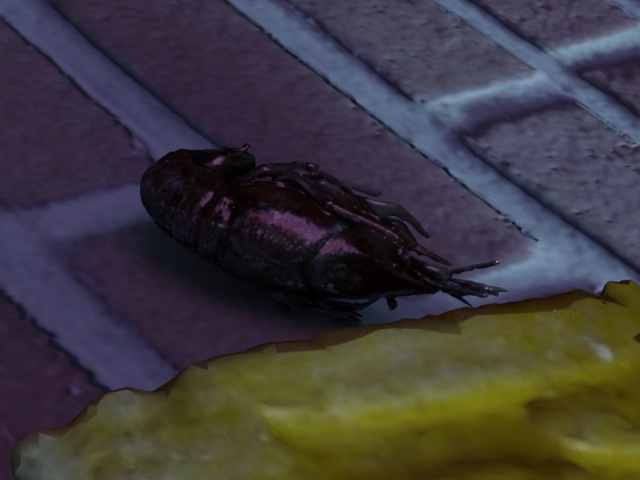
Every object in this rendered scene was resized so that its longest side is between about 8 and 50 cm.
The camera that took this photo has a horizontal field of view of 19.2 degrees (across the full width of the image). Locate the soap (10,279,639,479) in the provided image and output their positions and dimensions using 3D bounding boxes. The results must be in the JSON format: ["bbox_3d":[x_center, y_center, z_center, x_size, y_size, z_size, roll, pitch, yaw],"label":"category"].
[{"bbox_3d":[0.096,0.168,0.512,0.293,0.156,0.335,-4,38,-35],"label":"soap"}]

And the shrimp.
[{"bbox_3d":[0.000,0.000,0.812,0.165,0.057,0.065,18,26,-1],"label":"shrimp"}]
